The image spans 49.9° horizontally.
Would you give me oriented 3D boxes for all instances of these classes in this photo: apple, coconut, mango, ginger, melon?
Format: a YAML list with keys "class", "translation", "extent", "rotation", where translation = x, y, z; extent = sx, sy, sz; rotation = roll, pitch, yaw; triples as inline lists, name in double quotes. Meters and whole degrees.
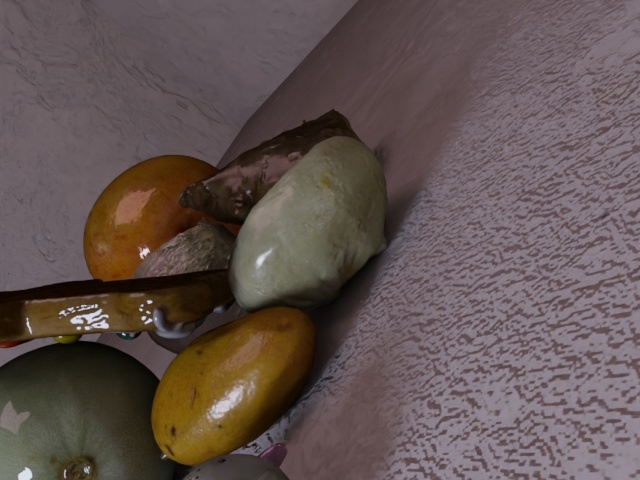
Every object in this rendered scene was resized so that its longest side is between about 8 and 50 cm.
- class: "apple"
  translation: [-0.271, -0.008, 1.263]
  extent: [0.275, 0.299, 0.299]
  rotation: [-6, 48, 52]
- class: "coconut"
  translation: [-0.173, 0.079, 0.973]
  extent: [0.194, 0.194, 0.194]
  rotation: [-49, 15, 18]
- class: "mango"
  translation: [-0.086, 0.137, 0.690]
  extent: [0.227, 0.109, 0.147]
  rotation: [-43, 14, 29]
- class: "ginger"
  translation: [-0.059, -0.074, 0.951]
  extent: [0.270, 0.123, 0.218]
  rotation: [-26, 34, 10]
- class: "melon"
  translation: [-0.292, 0.242, 0.806]
  extent: [0.308, 0.272, 0.271]
  rotation: [-36, 22, 41]

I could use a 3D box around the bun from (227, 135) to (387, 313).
- class: "bun"
  translation: [0.000, 0.000, 0.741]
  extent: [0.222, 0.128, 0.222]
  rotation: [-52, -10, -13]

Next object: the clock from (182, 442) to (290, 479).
- class: "clock"
  translation: [-0.086, 0.233, 0.489]
  extent: [0.231, 0.103, 0.144]
  rotation: [-41, 17, 33]

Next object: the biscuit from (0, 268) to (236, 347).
- class: "biscuit"
  translation: [-0.307, 0.087, 0.784]
  extent: [0.283, 0.433, 0.064]
  rotation: [-22, -74, -82]
